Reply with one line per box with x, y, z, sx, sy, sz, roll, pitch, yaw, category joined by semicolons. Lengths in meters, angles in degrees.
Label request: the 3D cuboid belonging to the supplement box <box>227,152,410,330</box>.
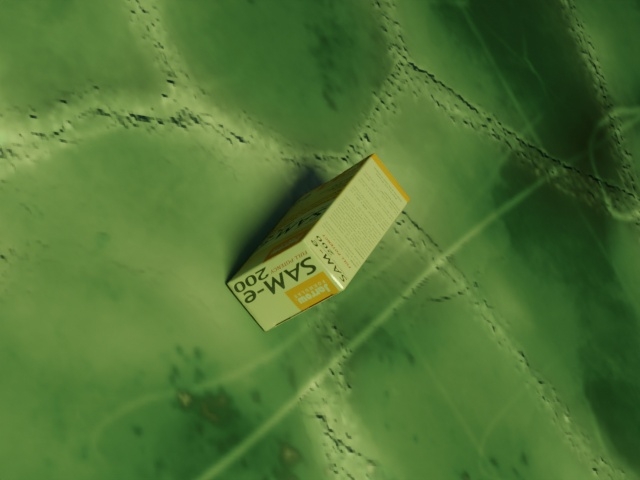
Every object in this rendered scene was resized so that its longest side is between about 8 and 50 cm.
0.000;0.000;1.045;0.036;0.062;0.098;52;38;-11;supplement box
